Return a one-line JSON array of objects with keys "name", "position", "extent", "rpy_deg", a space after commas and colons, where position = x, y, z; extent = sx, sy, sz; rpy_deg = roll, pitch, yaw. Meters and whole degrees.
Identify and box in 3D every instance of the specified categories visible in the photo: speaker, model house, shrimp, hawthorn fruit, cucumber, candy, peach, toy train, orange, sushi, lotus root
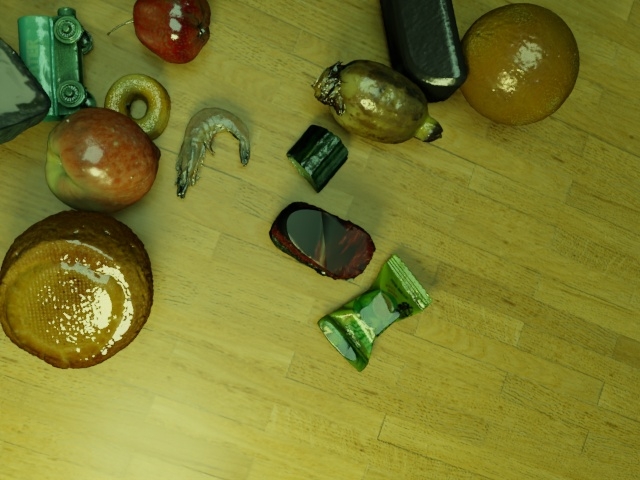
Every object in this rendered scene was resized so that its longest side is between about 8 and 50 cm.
[{"name": "speaker", "position": [0.183, -0.500, 1.429], "extent": [0.184, 0.180, 0.388], "rpy_deg": [-12, 89, -4]}, {"name": "model house", "position": [-0.725, -0.249, 1.250], "extent": [0.271, 0.190, 0.301], "rpy_deg": [47, 120, -6]}, {"name": "shrimp", "position": [-0.235, -0.179, 1.394], "extent": [0.152, 0.046, 0.219], "rpy_deg": [21, 83, -6]}, {"name": "hawthorn fruit", "position": [-0.337, -0.463, 1.347], "extent": [0.204, 0.162, 0.162], "rpy_deg": [16, 84, 8]}, {"name": "cucumber", "position": [-0.007, -0.187, 1.431], "extent": [0.116, 0.062, 0.115], "rpy_deg": [42, 77, -8]}, {"name": "candy", "position": [0.126, 0.162, 1.437], "extent": [0.246, 0.069, 0.149], "rpy_deg": [-41, 90, -5]}, {"name": "peach", "position": [-0.428, -0.161, 1.285], "extent": [0.233, 0.232, 0.232], "rpy_deg": [0, 88, -11]}, {"name": "toy train", "position": [-0.551, -0.353, 1.319], "extent": [0.159, 0.101, 0.248], "rpy_deg": [-5, 89, -2]}, {"name": "orange", "position": [0.437, -0.386, 1.421], "extent": [0.274, 0.274, 0.274], "rpy_deg": [0, 88, -11]}, {"name": "sushi", "position": [0.000, 0.000, 1.396], "extent": [0.225, 0.126, 0.136], "rpy_deg": [27, 82, -15]}, {"name": "lotus root", "position": [0.129, -0.299, 1.408], "extent": [0.314, 0.169, 0.141], "rpy_deg": [24, 60, -11]}]

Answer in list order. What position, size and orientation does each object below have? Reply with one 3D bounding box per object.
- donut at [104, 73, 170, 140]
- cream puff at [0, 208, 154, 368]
[{"name": "donut", "position": [-0.392, -0.286, 1.363], "extent": [0.152, 0.058, 0.151], "rpy_deg": [0, 90, -11]}, {"name": "cream puff", "position": [-0.464, 0.084, 1.247], "extent": [0.303, 0.212, 0.302], "rpy_deg": [-1, 107, -2]}]
